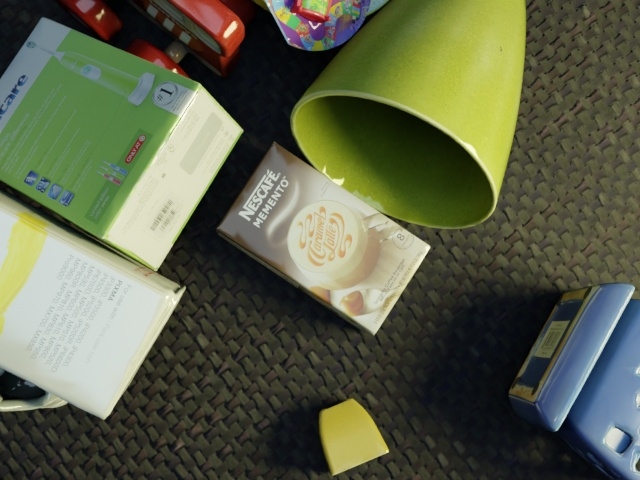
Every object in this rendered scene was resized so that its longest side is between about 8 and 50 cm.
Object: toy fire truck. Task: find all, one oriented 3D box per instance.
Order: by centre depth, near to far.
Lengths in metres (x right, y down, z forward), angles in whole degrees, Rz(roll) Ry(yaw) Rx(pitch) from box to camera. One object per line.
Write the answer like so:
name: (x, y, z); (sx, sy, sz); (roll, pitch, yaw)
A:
toy fire truck: (-0.216, -0.320, 1.072); (0.302, 0.254, 0.169); (40, 84, -2)

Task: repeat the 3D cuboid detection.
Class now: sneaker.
sneaker: (-0.431, 0.173, 1.099); (0.232, 0.115, 0.090); (1, 87, -5)

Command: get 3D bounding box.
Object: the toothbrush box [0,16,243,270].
toothbrush box: (-0.272, -0.122, 1.059); (0.283, 0.122, 0.206); (26, 81, 27)

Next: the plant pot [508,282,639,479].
plant pot: (0.385, 0.182, 1.119); (0.212, 0.236, 0.236); (29, 85, 4)

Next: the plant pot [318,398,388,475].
plant pot: (0.036, 0.258, 1.157); (0.081, 0.081, 0.083); (-21, 77, -5)

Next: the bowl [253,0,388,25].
bowl: (-0.030, -0.417, 1.127); (0.289, 0.156, 0.290); (-3, 97, -27)

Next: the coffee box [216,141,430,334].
coffee box: (0.000, 0.000, 1.153); (0.246, 0.098, 0.141); (33, 85, -3)

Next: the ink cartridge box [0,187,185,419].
ink cartridge box: (-0.367, 0.037, 1.021); (0.384, 0.279, 0.160); (28, 86, -6)

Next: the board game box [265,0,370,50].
board game box: (-0.005, -0.315, 1.045); (0.133, 0.033, 0.169); (-36, 110, -19)

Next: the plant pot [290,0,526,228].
plant pot: (0.147, -0.213, 1.114); (0.274, 0.275, 0.294); (28, 69, -3)
